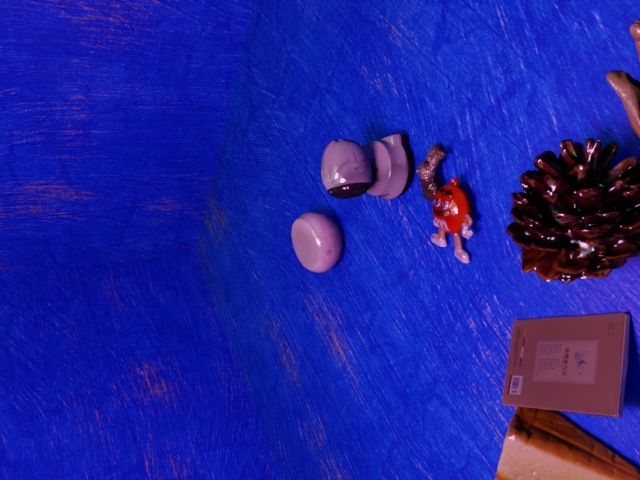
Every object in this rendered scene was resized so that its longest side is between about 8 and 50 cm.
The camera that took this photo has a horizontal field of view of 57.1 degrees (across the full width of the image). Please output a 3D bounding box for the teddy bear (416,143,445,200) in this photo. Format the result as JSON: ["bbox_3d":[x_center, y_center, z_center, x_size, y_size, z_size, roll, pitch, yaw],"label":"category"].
[{"bbox_3d":[0.309,-0.188,1.678,0.119,0.078,0.160,-97,7,-67],"label":"teddy bear"}]

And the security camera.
[{"bbox_3d":[0.128,-0.219,1.802,0.197,0.277,0.191,-8,87,60],"label":"security camera"}]

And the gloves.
[{"bbox_3d":[0.632,-0.243,1.053,0.154,0.141,0.331,-178,72,-86],"label":"gloves"}]

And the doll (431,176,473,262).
[{"bbox_3d":[0.362,-0.062,1.617,0.183,0.085,0.217,43,140,51],"label":"doll"}]

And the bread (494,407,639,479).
[{"bbox_3d":[0.595,0.549,1.339,0.361,0.245,0.233,16,110,27],"label":"bread"}]

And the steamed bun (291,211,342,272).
[{"bbox_3d":[0.000,0.000,2.201,0.232,0.145,0.232,36,135,46],"label":"steamed bun"}]

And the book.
[{"bbox_3d":[0.543,0.276,1.326,0.310,0.021,0.217,-18,53,60],"label":"book"}]

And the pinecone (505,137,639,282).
[{"bbox_3d":[0.512,-0.062,1.183,0.298,0.242,0.296,-121,36,-64],"label":"pinecone"}]
